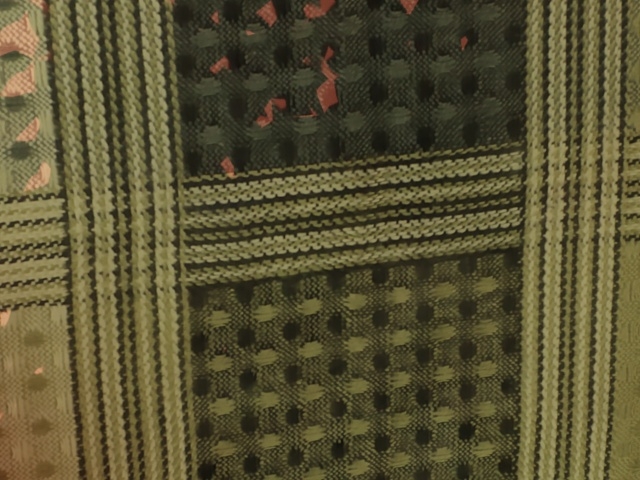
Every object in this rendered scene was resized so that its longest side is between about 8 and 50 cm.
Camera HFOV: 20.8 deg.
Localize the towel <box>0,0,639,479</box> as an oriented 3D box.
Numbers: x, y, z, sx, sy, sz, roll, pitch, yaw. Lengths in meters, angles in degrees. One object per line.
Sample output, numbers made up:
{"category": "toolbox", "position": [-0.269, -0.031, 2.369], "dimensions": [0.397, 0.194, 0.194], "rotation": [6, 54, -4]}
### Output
{"category": "towel", "position": [0.000, 0.000, 0.647], "dimensions": [0.312, 0.056, 0.324], "rotation": [-6, 110, -14]}
